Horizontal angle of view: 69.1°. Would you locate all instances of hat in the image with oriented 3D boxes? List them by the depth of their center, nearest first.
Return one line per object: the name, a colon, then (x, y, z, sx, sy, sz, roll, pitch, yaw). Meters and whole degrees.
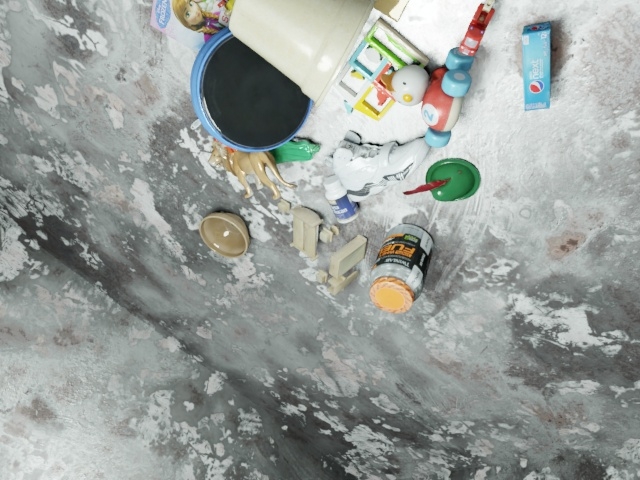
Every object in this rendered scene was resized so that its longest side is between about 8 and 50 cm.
hat: (0.406, -0.149, 1.522, 0.208, 0.184, 0.173, -3, 127, 28)

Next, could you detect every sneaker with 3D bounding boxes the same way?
sneaker: (0.176, -0.280, 1.551, 0.210, 0.137, 0.365, 44, 137, -18)

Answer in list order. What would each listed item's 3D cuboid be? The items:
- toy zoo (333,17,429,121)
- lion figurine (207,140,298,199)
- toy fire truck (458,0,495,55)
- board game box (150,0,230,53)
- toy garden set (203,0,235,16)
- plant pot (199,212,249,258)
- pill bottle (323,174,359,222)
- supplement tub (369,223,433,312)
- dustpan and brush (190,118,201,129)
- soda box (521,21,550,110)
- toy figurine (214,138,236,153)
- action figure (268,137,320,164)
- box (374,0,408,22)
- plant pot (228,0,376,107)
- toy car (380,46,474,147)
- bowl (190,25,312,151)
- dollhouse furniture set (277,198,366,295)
toy zoo: (0.168, -0.501, 1.436, 0.192, 0.030, 0.293, 36, 135, -7)
lion figurine: (-0.249, -0.281, 1.707, 0.392, 0.142, 0.240, 3, 124, 46)
toy fire truck: (0.417, -0.581, 1.169, 0.047, 0.192, 0.135, 25, 164, 5)
board game box: (-0.360, -0.745, 1.449, 0.317, 0.066, 0.319, 30, 134, -1)
toy garden set: (-0.245, -0.759, 1.308, 0.244, 0.049, 0.204, -25, 119, 32)
plant pot: (-0.410, -0.043, 2.068, 0.237, 0.110, 0.238, 13, 133, 14)
pill bottle: (0.074, -0.157, 1.742, 0.094, 0.094, 0.169, -8, 125, 31)
supplement tub: (0.295, 0.102, 1.706, 0.193, 0.316, 0.194, 13, 133, 14)
dustpan and brush: (-0.408, -0.475, 1.718, 0.211, 0.060, 0.147, -25, 115, 39)
soda box: (0.578, -0.460, 1.242, 0.067, 0.071, 0.210, 1, 129, 26)
toy figurine: (-0.290, -0.421, 1.593, 0.209, 0.213, 0.148, -36, 119, -1)
action figure: (-0.104, -0.331, 1.692, 0.232, 0.063, 0.137, 7, 134, 28)
box: (0.164, -0.717, 1.253, 0.201, 0.021, 0.164, 31, 135, -2)
plant pot: (-0.059, -0.580, 1.233, 0.305, 0.334, 0.334, 28, 136, -11)
toy car: (0.281, -0.418, 1.314, 0.237, 0.210, 0.219, 14, 145, 6)
bowl: (-0.201, -0.463, 1.442, 0.390, 0.077, 0.392, -9, 116, -19)
dollhouse furniture set: (0.000, 0.000, 1.949, 0.355, 0.173, 0.303, 35, 141, 29)
